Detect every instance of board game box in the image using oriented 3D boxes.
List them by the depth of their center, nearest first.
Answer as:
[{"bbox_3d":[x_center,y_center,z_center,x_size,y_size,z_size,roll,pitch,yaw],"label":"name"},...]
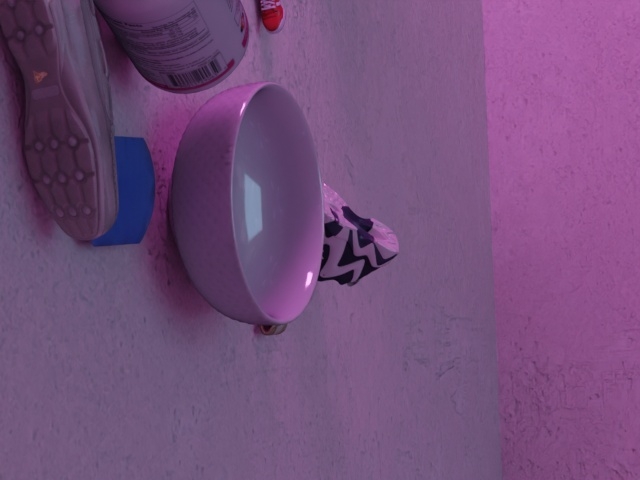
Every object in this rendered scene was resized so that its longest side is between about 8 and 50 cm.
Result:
[{"bbox_3d":[-0.260,-0.061,1.595,0.169,0.033,0.133,-6,98,-65],"label":"board game box"}]

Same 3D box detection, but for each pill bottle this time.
[{"bbox_3d":[-0.193,-0.308,1.567,0.283,0.160,0.160,64,29,-66],"label":"pill bottle"}]

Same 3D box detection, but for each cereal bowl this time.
[{"bbox_3d":[-0.116,-0.048,1.820,0.339,0.141,0.339,-3,90,-70],"label":"cereal bowl"}]

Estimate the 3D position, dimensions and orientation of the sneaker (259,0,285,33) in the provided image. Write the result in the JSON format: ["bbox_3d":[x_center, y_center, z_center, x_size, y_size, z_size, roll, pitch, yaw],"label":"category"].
[{"bbox_3d":[-0.085,-0.394,2.093,0.067,0.042,0.118,48,36,-65],"label":"sneaker"}]

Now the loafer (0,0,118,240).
[{"bbox_3d":[-0.274,-0.161,1.455,0.111,0.112,0.319,-29,114,-58],"label":"loafer"}]

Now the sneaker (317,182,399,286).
[{"bbox_3d":[0.000,0.000,2.210,0.235,0.153,0.094,28,31,-26],"label":"sneaker"}]

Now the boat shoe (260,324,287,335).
[{"bbox_3d":[-0.075,0.072,2.041,0.048,0.056,0.153,3,92,-74],"label":"boat shoe"}]
